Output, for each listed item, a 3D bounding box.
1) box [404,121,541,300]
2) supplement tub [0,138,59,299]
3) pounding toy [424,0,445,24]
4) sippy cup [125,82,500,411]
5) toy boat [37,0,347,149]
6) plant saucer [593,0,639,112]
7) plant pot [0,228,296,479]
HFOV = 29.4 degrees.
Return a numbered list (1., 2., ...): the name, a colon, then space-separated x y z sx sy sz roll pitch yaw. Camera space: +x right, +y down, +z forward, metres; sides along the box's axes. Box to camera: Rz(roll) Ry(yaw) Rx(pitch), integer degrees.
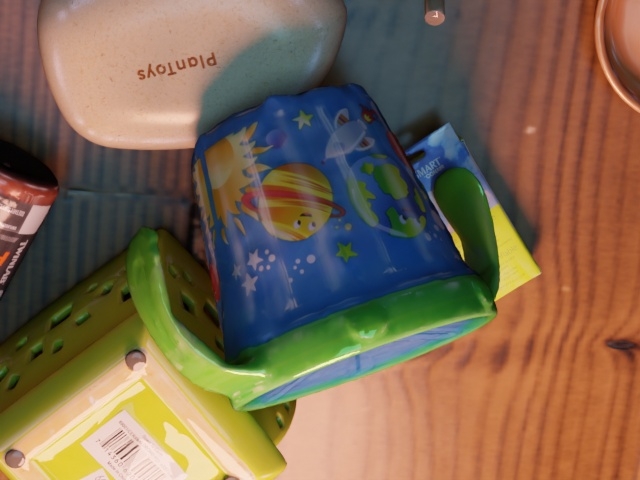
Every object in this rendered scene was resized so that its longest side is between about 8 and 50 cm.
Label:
1. box: 0.121 -0.016 1.170 0.109 0.042 0.178 -32 106 3
2. supplement tub: -0.323 0.009 1.101 0.106 0.106 0.198 28 103 -13
3. pounding toy: 0.038 -0.313 0.986 0.236 0.183 0.110 30 128 -21
4. sippy cup: 0.000 0.000 1.018 0.240 0.305 0.224 -25 79 19
5. toy boat: -0.116 -0.237 1.040 0.267 0.148 0.318 -6 115 1
6. plant saucer: 0.349 -0.207 1.138 0.199 0.037 0.200 -1 106 -5
7. plant pot: -0.165 0.160 1.111 0.227 0.207 0.228 -36 106 6
